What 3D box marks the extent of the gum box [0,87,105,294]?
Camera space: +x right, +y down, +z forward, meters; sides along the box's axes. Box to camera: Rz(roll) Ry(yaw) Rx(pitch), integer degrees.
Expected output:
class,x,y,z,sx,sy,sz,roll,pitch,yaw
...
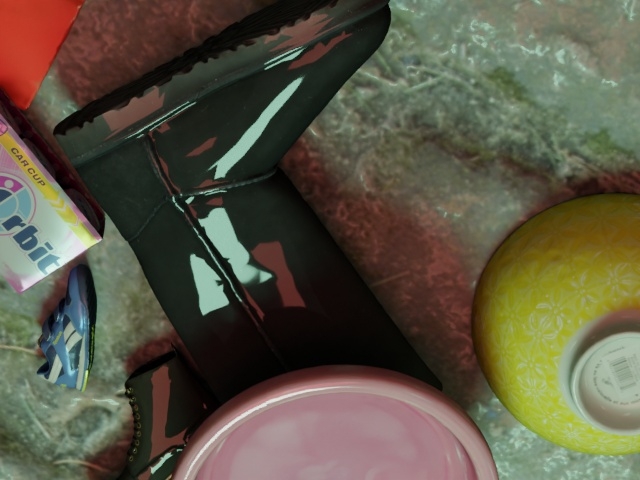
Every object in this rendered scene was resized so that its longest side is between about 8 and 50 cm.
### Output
class,x,y,z,sx,sy,sz,roll,pitch,yaw
gum box,-0.316,-0.053,1.592,0.107,0.062,0.188,-33,113,9

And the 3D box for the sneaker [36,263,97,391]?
class,x,y,z,sx,sy,sz,roll,pitch,yaw
sneaker,-0.267,0.092,1.668,0.059,0.053,0.144,8,111,0

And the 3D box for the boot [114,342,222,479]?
class,x,y,z,sx,sy,sz,roll,pitch,yaw
boot,-0.197,0.211,1.710,0.198,0.077,0.137,-34,103,0

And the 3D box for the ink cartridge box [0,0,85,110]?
class,x,y,z,sx,sy,sz,roll,pitch,yaw
ink cartridge box,-0.332,-0.340,1.474,0.308,0.091,0.385,28,109,-10

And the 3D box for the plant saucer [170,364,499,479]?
class,x,y,z,sx,sy,sz,roll,pitch,yaw
plant saucer,0.011,0.254,1.587,0.332,0.084,0.332,-3,119,-5

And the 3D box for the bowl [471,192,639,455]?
class,x,y,z,sx,sy,sz,roll,pitch,yaw
bowl,0.302,0.110,1.606,0.289,0.156,0.289,0,111,1

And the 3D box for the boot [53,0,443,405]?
class,x,y,z,sx,sy,sz,roll,pitch,yaw
boot,-0.002,0.001,1.571,0.367,0.146,0.445,-24,107,19
